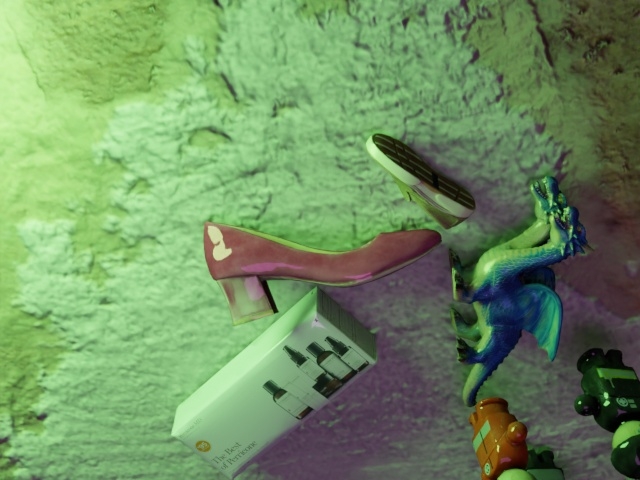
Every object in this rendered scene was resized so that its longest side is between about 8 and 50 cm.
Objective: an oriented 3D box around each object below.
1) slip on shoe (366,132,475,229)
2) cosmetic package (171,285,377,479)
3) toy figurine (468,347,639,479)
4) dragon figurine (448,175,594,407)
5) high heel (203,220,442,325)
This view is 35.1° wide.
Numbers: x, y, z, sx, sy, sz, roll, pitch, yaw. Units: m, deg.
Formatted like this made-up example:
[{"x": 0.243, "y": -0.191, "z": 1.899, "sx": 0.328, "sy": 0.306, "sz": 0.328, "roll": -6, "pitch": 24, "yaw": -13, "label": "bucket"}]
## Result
[{"x": 0.097, "y": -0.059, "z": 1.042, "sx": 0.135, "sy": 0.051, "sz": 0.041, "roll": 31, "pitch": 126, "yaw": -20, "label": "slip on shoe"}, {"x": -0.054, "y": 0.166, "z": 1.153, "sx": 0.099, "sy": 0.060, "sz": 0.239, "roll": 42, "pitch": 111, "yaw": -16, "label": "cosmetic package"}, {"x": 0.287, "y": 0.245, "z": 1.104, "sx": 0.213, "sy": 0.148, "sz": 0.209, "roll": -27, "pitch": 133, "yaw": 13, "label": "toy figurine"}, {"x": 0.213, "y": 0.076, "z": 1.083, "sx": 0.144, "sy": 0.085, "sz": 0.289, "roll": -3, "pitch": 116, "yaw": 4, "label": "dragon figurine"}, {"x": 0.000, "y": 0.000, "z": 1.073, "sx": 0.244, "sy": 0.082, "sz": 0.117, "roll": -19, "pitch": 87, "yaw": 6, "label": "high heel"}]
